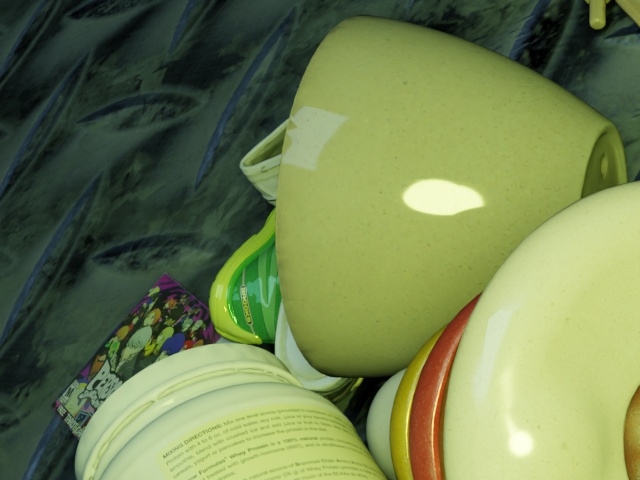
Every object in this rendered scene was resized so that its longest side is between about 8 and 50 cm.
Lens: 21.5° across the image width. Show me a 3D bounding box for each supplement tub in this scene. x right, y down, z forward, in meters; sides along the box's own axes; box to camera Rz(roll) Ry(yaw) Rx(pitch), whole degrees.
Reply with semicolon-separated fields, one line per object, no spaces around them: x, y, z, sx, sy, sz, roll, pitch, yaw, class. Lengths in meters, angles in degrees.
-0.039;0.257;1.282;0.235;0.235;0.325;-43;48;8;supplement tub

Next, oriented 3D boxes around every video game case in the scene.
-0.188;0.158;1.888;0.210;0.042;0.232;-49;31;-4;video game case

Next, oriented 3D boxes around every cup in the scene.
0.136;-0.028;1.490;0.237;0.331;0.331;6;57;24;cup

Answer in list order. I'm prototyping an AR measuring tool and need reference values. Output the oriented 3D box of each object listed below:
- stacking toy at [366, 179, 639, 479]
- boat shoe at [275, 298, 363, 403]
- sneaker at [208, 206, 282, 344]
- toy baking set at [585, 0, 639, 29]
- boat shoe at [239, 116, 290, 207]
0.169;0.155;1.278;0.351;0.350;0.480;-59;14;-17;stacking toy
0.025;0.013;1.683;0.109;0.091;0.305;8;71;16;boat shoe
0.000;0.000;1.802;0.123;0.109;0.295;21;64;26;sneaker
0.362;-0.325;1.766;0.196;0.030;0.256;-21;46;27;toy baking set
0.020;-0.140;1.921;0.258;0.084;0.095;-43;32;9;boat shoe
